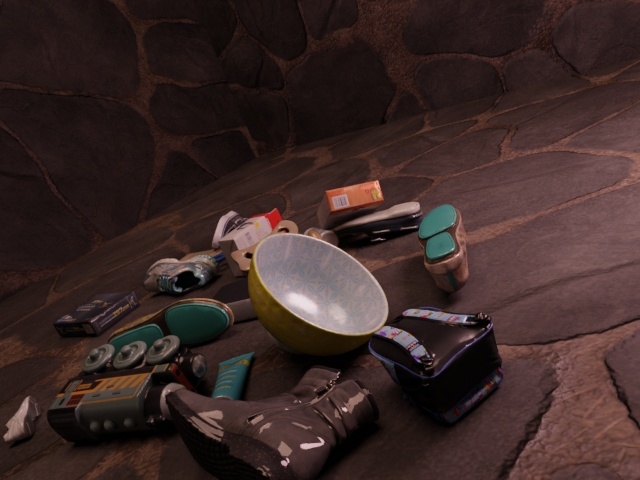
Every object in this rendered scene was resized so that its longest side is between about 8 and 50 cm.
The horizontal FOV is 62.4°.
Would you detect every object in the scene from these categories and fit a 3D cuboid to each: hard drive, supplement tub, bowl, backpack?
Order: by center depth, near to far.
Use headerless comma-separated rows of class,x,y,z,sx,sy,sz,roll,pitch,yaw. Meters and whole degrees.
backpack,0.168,0.178,0.818,0.158,0.116,0.173,-32,21,-26
bowl,-0.027,0.133,1.055,0.156,0.290,0.289,-62,-1,29
hard drive,-0.181,0.148,1.397,0.255,0.054,0.172,-14,20,22
supplement tub,0.000,0.000,1.582,0.071,0.070,0.107,-30,21,-23

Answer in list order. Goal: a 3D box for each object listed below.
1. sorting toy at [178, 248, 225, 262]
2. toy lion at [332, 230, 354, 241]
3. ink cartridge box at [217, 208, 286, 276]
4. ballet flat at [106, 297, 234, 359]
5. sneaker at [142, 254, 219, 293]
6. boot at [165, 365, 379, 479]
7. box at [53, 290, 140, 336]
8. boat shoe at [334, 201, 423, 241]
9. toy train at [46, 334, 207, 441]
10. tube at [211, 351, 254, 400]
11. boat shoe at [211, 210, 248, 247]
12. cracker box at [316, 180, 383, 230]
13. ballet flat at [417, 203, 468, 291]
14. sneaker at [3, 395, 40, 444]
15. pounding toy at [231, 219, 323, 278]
sorting toy,-0.448,0.084,1.894,0.348,0.047,0.196,-9,15,27
toy lion,0.058,-0.021,1.645,0.100,0.034,0.096,-25,11,-9
ink cartridge box,-0.207,0.003,1.707,0.078,0.134,0.231,-8,22,38
ballet flat,-0.373,0.216,1.344,0.349,0.123,0.123,-20,18,10
sneaker,-0.477,0.121,1.727,0.283,0.110,0.122,-15,23,20
boot,-0.085,0.282,0.859,0.338,0.118,0.223,13,35,42
box,-0.745,0.244,1.759,0.233,0.059,0.183,-7,22,36
boat shoe,0.166,-0.042,1.501,0.255,0.079,0.095,-15,17,14
toy train,-0.391,0.309,1.081,0.334,0.142,0.190,-12,33,23
tube,-0.178,0.280,1.048,0.080,0.052,0.207,-15,13,1
boat shoe,-0.331,-0.034,2.006,0.102,0.108,0.301,19,14,-1
cracker box,0.082,-0.097,1.565,0.156,0.067,0.232,-13,-10,-9
ballet flat,0.273,0.020,1.161,0.108,0.106,0.316,-22,16,22
sneaker,-0.701,0.417,1.236,0.061,0.053,0.152,-28,20,-9
pounding toy,-0.133,0.004,1.526,0.270,0.154,0.154,-21,42,4
